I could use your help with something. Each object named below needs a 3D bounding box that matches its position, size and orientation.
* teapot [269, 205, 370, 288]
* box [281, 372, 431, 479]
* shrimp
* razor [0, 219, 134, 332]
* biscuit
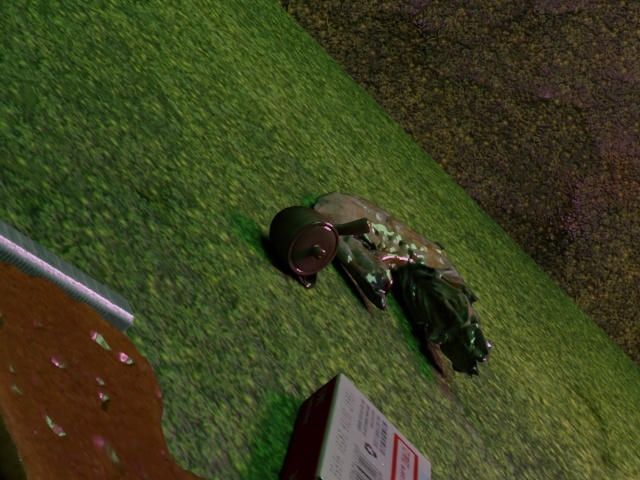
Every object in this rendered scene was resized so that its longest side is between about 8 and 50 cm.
[{"bbox_3d":[0.000,0.000,1.361,0.080,0.110,0.085,43,-37,46],"label":"teapot"},{"bbox_3d":[0.032,0.197,1.002,0.123,0.050,0.229,47,14,-8],"label":"box"},{"bbox_3d":[0.104,0.048,1.574,0.247,0.085,0.360,21,25,-41],"label":"shrimp"},{"bbox_3d":[-0.218,0.002,0.790,0.278,0.056,0.111,30,20,-48],"label":"razor"},{"bbox_3d":[-0.120,0.136,0.728,0.262,0.052,0.277,33,20,-56],"label":"biscuit"}]
